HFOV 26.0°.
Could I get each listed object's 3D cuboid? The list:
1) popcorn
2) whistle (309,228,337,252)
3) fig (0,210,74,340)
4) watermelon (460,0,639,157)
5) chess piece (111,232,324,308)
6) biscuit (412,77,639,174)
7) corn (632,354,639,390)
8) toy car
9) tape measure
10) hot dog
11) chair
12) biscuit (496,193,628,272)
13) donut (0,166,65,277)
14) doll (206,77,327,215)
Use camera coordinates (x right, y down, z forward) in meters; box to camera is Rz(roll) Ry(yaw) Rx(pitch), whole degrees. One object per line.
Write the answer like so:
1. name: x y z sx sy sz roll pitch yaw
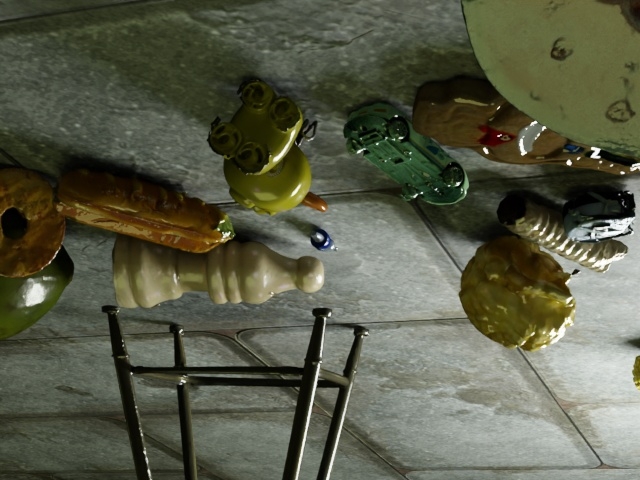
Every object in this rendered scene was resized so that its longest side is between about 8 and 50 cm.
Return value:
1. popcorn: 0.284 0.074 1.969 0.170 0.180 0.180 -43 139 13
2. whistle: 0.000 0.000 2.025 0.033 0.029 0.083 14 168 21
3. fig: -0.469 0.058 2.042 0.225 0.203 0.203 7 161 -39
4. watermelon: 0.295 -0.220 1.361 0.318 0.148 0.226 24 136 -8
5. chess piece: -0.148 0.045 2.072 0.307 0.124 0.139 1 124 1
6. biscuit: 0.266 -0.131 1.640 0.319 0.047 0.183 15 158 -24
7. corn: 0.630 0.201 2.289 0.081 0.081 0.248 24 151 -37
8. toy car: 0.108 -0.107 1.709 0.186 0.058 0.093 36 144 -31
9. tape measure: 0.368 -0.031 1.833 0.094 0.054 0.091 -8 157 8
10. hot dog: -0.245 -0.039 1.927 0.269 0.072 0.115 16 154 -27
11. chair: -0.135 0.327 2.237 0.364 0.410 0.362 1 171 12
12. biscuit: 0.332 -0.008 1.896 0.219 0.055 0.061 23 141 -35
13. donut: -0.427 -0.023 1.923 0.151 0.152 0.058 14 169 -19
14. doll: -0.063 -0.101 1.705 0.143 0.135 0.221 33 172 21
